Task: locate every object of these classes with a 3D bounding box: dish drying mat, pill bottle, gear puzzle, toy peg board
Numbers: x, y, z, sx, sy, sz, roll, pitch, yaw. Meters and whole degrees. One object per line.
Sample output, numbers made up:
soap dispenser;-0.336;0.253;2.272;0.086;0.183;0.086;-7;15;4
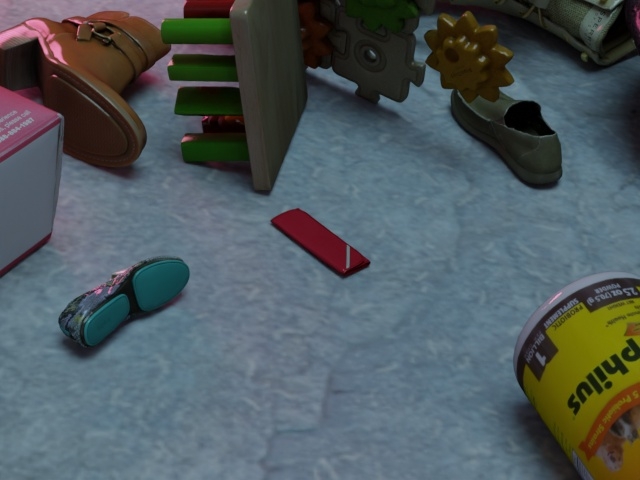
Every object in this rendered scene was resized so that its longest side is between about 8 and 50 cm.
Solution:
dish drying mat;0.000;0.000;1.138;0.032;0.008;0.083;-25;50;-38
pill bottle;0.220;0.126;0.937;0.117;0.117;0.215;-6;40;-23
gear puzzle;0.014;-0.195;1.270;0.339;0.175;0.044;27;50;19
toy peg board;-0.071;-0.151;1.206;0.079;0.161;0.160;2;35;11

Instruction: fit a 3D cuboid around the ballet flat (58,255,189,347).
ballet flat;-0.142;0.038;1.025;0.041;0.041;0.114;30;39;24

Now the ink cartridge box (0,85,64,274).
ink cartridge box;-0.357;-0.059;1.025;0.283;0.117;0.207;25;38;17

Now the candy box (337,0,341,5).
candy box;-0.019;-0.314;1.429;0.071;0.159;0.233;1;37;-11

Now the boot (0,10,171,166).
boot;-0.179;-0.141;1.229;0.197;0.073;0.152;35;38;25

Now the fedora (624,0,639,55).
fedora;0.365;-0.181;1.320;0.152;0.334;0.334;-14;32;17

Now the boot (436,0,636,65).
boot;0.206;-0.252;1.465;0.262;0.095;0.203;-11;42;-38

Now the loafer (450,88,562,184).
loafer;0.170;-0.108;1.294;0.056;0.050;0.148;-14;43;-31
